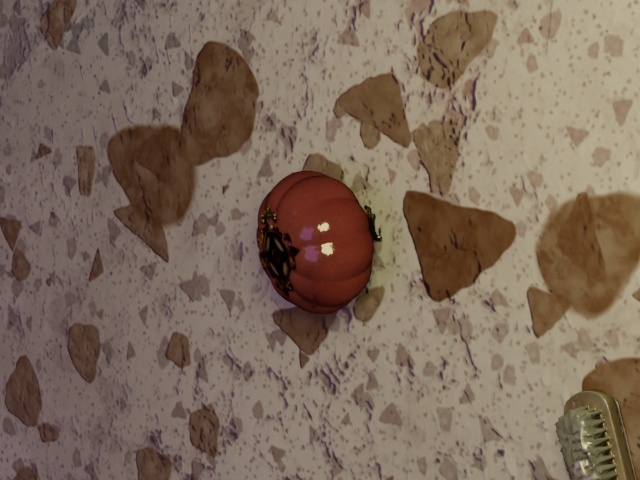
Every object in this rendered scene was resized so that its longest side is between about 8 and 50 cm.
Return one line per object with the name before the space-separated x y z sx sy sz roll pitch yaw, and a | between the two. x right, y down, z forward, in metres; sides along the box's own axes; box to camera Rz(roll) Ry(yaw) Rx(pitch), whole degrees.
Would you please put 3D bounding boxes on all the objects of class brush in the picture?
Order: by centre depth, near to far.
brush | 0.322 0.329 2.033 0.070 0.065 0.327 -19 82 42

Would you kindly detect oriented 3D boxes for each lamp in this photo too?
lamp | 0.000 0.000 2.277 0.182 0.140 0.182 35 132 51
